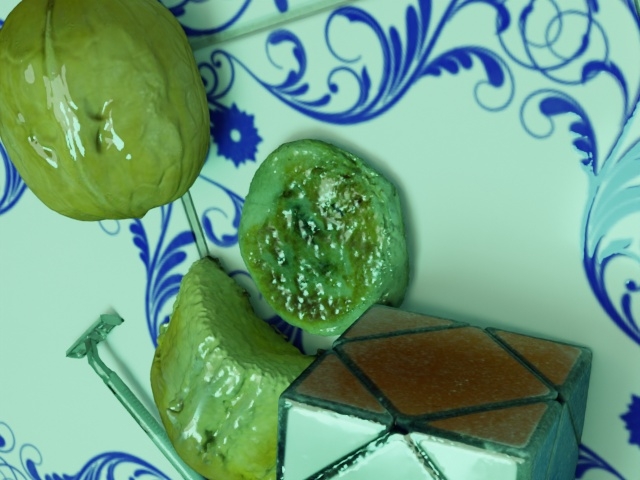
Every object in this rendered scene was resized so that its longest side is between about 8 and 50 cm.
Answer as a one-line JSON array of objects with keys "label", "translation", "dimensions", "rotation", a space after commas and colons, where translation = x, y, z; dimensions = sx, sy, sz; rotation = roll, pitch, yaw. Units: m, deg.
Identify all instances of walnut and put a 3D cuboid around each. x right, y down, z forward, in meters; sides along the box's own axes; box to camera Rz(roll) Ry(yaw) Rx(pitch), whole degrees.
[{"label": "walnut", "translation": [-0.199, -0.127, 1.220], "dimensions": [0.193, 0.193, 0.225], "rotation": [-14, 109, 37]}]

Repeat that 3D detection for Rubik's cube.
[{"label": "Rubik's cube", "translation": [0.093, 0.195, 1.101], "dimensions": [0.207, 0.205, 0.205], "rotation": [10, 113, 20]}]

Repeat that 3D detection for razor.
[{"label": "razor", "translation": [-0.188, 0.181, 1.413], "dimensions": [0.211, 0.036, 0.084], "rotation": [53, 130, 7]}]

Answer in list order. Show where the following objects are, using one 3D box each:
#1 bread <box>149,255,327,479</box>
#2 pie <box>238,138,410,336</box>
[{"label": "bread", "translation": [-0.081, 0.150, 1.266], "dimensions": [0.252, 0.133, 0.174], "rotation": [40, 122, 17]}, {"label": "pie", "translation": [0.000, 0.000, 1.212], "dimensions": [0.187, 0.041, 0.186], "rotation": [13, 113, 32]}]
